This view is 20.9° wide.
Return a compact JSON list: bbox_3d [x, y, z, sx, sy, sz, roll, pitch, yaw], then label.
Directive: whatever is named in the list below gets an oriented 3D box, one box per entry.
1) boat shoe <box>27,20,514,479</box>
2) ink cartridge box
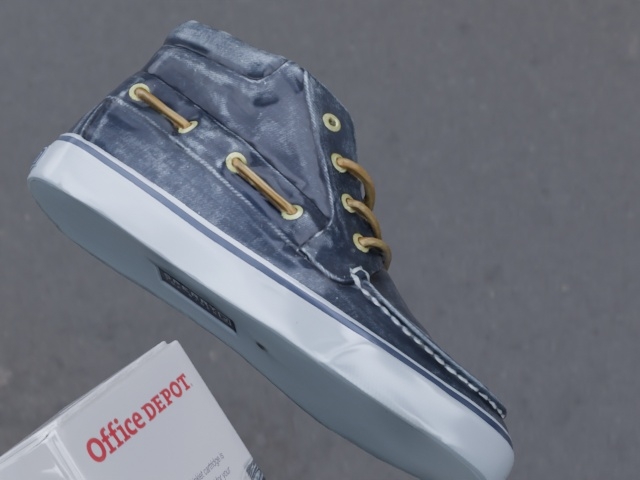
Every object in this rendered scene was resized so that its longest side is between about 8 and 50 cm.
[{"bbox_3d":[0.000,0.000,0.553,0.183,0.065,0.083,35,71,14],"label":"boat shoe"},{"bbox_3d":[-0.090,0.199,1.016,0.100,0.237,0.172,-32,3,23],"label":"ink cartridge box"}]
